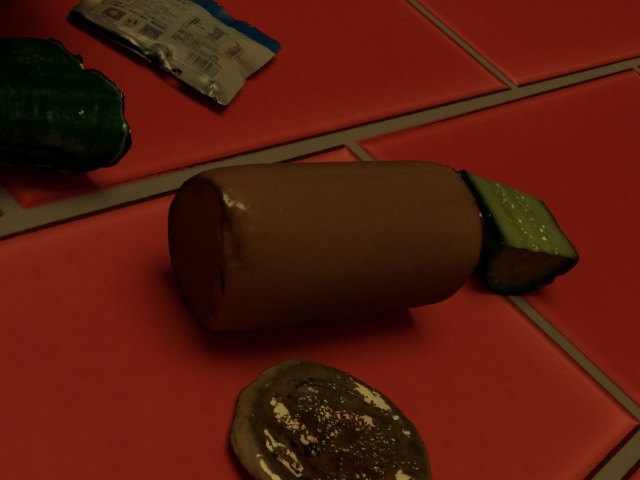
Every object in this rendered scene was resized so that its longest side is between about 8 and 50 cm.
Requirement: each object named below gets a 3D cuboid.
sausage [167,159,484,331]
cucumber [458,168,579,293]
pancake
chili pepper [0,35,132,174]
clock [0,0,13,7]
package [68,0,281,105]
[{"bbox_3d":[0.000,0.000,0.791,0.253,0.123,0.123,-4,47,-43],"label":"sausage"},{"bbox_3d":[0.173,-0.004,0.997,0.116,0.062,0.115,18,36,-34],"label":"cucumber"},{"bbox_3d":[0.010,0.138,0.706,0.151,0.025,0.152,23,33,-16],"label":"pancake"},{"bbox_3d":[-0.269,-0.097,0.715,0.270,0.099,0.136,-11,63,-51],"label":"chili pepper"},{"bbox_3d":[-0.267,-0.296,0.746,0.250,0.368,0.377,53,4,-27],"label":"clock"},{"bbox_3d":[-0.134,-0.206,1.038,0.171,0.027,0.173,30,32,2],"label":"package"}]
